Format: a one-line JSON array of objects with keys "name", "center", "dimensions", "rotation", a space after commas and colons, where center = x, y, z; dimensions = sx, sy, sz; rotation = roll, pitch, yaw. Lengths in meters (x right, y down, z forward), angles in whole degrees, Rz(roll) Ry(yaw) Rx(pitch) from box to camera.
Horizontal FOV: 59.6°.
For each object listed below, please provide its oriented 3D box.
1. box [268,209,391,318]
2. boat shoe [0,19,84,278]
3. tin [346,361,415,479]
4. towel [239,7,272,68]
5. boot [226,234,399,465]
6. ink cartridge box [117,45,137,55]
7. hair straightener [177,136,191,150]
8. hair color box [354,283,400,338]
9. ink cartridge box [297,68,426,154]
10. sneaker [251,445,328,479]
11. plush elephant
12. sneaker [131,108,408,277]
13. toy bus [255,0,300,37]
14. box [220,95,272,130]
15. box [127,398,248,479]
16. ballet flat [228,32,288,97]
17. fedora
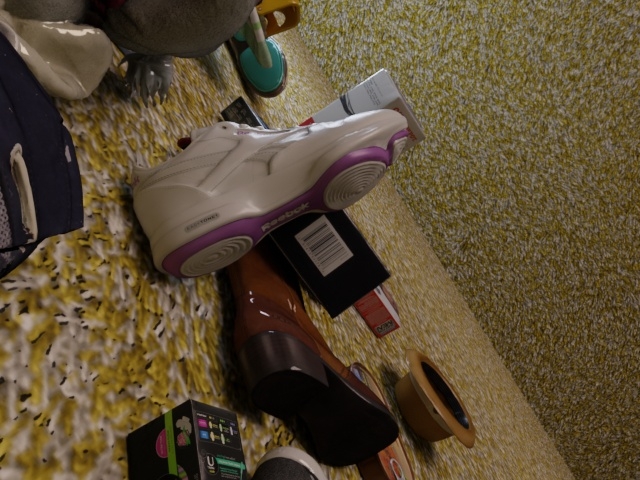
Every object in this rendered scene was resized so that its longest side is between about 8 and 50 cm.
[{"name": "box", "center": [0.000, 0.000, 0.725], "dimensions": [0.156, 0.093, 0.158], "rotation": [54, 0, -6]}, {"name": "boat shoe", "center": [-0.241, -0.126, 0.295], "dimensions": [0.158, 0.127, 0.340], "rotation": [-63, 140, -79]}, {"name": "tin", "center": [0.071, 0.255, 0.749], "dimensions": [0.106, 0.040, 0.189], "rotation": [33, 29, -49]}, {"name": "towel", "center": [-0.170, -0.501, 1.011], "dimensions": [0.248, 0.038, 0.324], "rotation": [-116, -174, -51]}, {"name": "boot", "center": [-0.028, 0.114, 0.682], "dimensions": [0.264, 0.096, 0.280], "rotation": [38, 17, -37]}, {"name": "ink cartridge box", "center": [-0.163, -0.457, 0.704], "dimensions": [0.270, 0.396, 0.151], "rotation": [51, 17, -24]}, {"name": "hair straightener", "center": [-0.119, -0.057, 0.773], "dimensions": [0.230, 0.047, 0.089], "rotation": [40, 44, -63]}, {"name": "hair color box", "center": [0.088, 0.095, 1.078], "dimensions": [0.167, 0.053, 0.093], "rotation": [55, 15, -16]}, {"name": "ink cartridge box", "center": [0.102, -0.268, 1.402], "dimensions": [0.197, 0.273, 0.114], "rotation": [35, 27, -54]}, {"name": "sneaker", "center": [0.008, 0.282, 0.442], "dimensions": [0.217, 0.079, 0.121], "rotation": [49, 19, -4]}, {"name": "plush elephant", "center": [-0.210, -0.274, 0.530], "dimensions": [0.255, 0.330, 0.272], "rotation": [-14, 57, -51]}, {"name": "sneaker", "center": [-0.050, -0.086, 0.579], "dimensions": [0.152, 0.305, 0.114], "rotation": [57, -19, 23]}, {"name": "toy bus", "center": [-0.110, -0.522, 1.132], "dimensions": [0.191, 0.104, 0.202], "rotation": [-116, -173, -54]}, {"name": "box", "center": [-0.066, -0.123, 0.934], "dimensions": [0.175, 0.051, 0.220], "rotation": [44, 9, -48]}, {"name": "box", "center": [-0.088, 0.162, 0.378], "dimensions": [0.052, 0.062, 0.083], "rotation": [39, 24, -48]}, {"name": "ballet flat", "center": [-0.143, -0.425, 1.280], "dimensions": [0.106, 0.108, 0.316], "rotation": [60, 6, -65]}, {"name": "fedora", "center": [0.188, 0.285, 0.973], "dimensions": [0.194, 0.079, 0.194], "rotation": [47, 16, -17]}]
